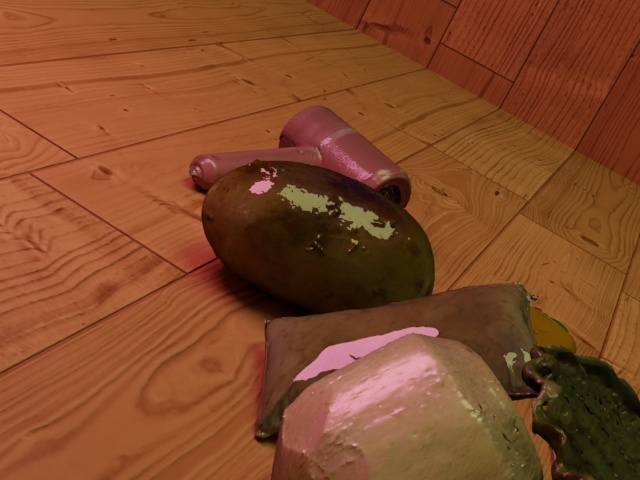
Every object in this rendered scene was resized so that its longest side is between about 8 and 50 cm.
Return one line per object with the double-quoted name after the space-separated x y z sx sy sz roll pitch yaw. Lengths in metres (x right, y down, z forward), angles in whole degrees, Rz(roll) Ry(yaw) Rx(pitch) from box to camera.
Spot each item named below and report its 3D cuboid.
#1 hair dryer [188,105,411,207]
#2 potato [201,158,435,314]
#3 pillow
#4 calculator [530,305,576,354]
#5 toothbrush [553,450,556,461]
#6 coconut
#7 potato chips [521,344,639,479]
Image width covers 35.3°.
-0.047 -0.099 1.546 0.352 0.125 0.210 -10 42 -41 "hair dryer"
0.000 0.000 1.264 0.307 0.173 0.210 22 24 -18 "potato"
0.084 0.119 1.040 0.302 0.075 0.185 -9 32 7 "pillow"
0.303 0.137 1.482 0.146 0.032 0.235 37 26 23 "calculator"
0.283 0.264 1.204 0.011 0.013 0.131 30 19 -6 "toothbrush"
0.060 0.198 0.845 0.234 0.224 0.224 -21 33 -2 "coconut"
0.315 0.277 0.901 0.429 0.070 0.358 49 25 -22 "potato chips"
